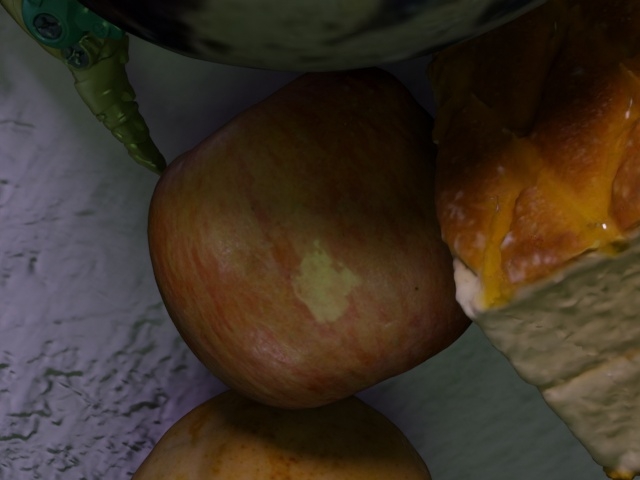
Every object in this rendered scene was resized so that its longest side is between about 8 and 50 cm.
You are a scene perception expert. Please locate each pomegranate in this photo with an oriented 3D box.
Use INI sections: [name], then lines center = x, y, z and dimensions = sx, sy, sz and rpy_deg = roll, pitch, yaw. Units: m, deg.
[pomegranate]
center = -0.029, 0.208, 1.205
dimensions = 0.233, 0.233, 0.233
rpy_deg = -1, 120, -2

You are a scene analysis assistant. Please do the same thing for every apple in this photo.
[apple]
center = 0.000, 0.000, 1.100
dimensions = 0.211, 0.211, 0.188
rpy_deg = -30, 91, 13

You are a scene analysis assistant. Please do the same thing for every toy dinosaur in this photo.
[toy dinosaur]
center = -0.147, -0.146, 1.061
dimensions = 0.153, 0.094, 0.259
rpy_deg = -24, 114, 38

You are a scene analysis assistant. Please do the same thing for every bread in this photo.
[bread]
center = 0.225, -0.055, 1.013
dimensions = 0.279, 0.279, 0.207
rpy_deg = -25, 130, 24

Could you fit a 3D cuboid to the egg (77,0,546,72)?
[egg]
center = 0.025, -0.264, 0.870
dimensions = 0.428, 0.345, 0.345
rpy_deg = -20, 119, 1
